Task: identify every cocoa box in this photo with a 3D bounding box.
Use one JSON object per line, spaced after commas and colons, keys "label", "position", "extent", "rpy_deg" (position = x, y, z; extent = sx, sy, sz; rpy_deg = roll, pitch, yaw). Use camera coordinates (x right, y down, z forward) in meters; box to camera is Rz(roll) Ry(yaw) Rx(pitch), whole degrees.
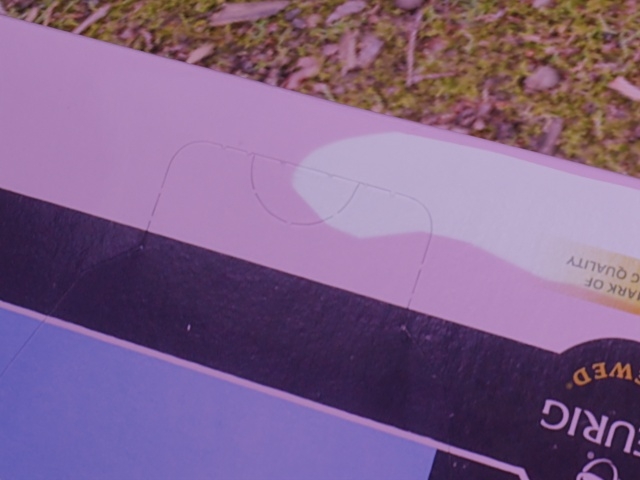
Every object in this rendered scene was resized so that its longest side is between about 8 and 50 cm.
{"label": "cocoa box", "position": [0.006, 0.077, 0.690], "extent": [0.347, 0.231, 0.228], "rpy_deg": [16, 87, 21]}
